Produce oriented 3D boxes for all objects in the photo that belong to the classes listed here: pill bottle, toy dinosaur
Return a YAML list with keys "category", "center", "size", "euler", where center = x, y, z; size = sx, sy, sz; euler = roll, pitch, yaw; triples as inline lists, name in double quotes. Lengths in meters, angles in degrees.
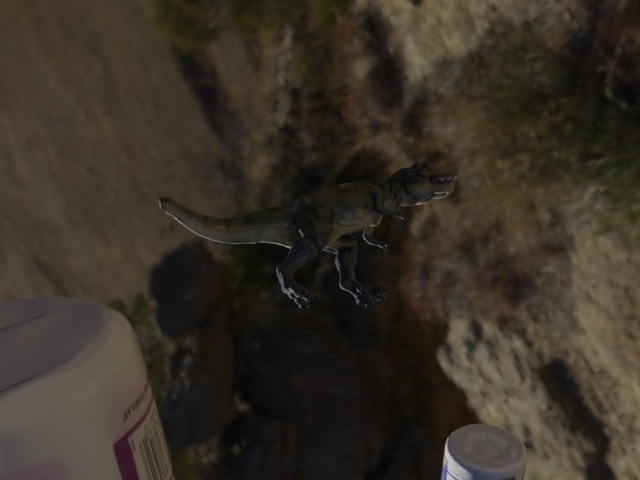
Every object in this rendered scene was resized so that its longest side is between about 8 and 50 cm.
- category: "pill bottle"
  center: [-0.129, 0.191, 0.604]
  size: [0.169, 0.169, 0.302]
  euler: [18, 124, 62]
- category: "toy dinosaur"
  center: [0.000, 0.000, 1.185]
  size: [0.064, 0.268, 0.118]
  euler: [118, 139, -61]
- category: "pill bottle"
  center: [0.130, 0.217, 1.112]
  size: [0.067, 0.067, 0.120]
  euler: [40, 134, 48]
